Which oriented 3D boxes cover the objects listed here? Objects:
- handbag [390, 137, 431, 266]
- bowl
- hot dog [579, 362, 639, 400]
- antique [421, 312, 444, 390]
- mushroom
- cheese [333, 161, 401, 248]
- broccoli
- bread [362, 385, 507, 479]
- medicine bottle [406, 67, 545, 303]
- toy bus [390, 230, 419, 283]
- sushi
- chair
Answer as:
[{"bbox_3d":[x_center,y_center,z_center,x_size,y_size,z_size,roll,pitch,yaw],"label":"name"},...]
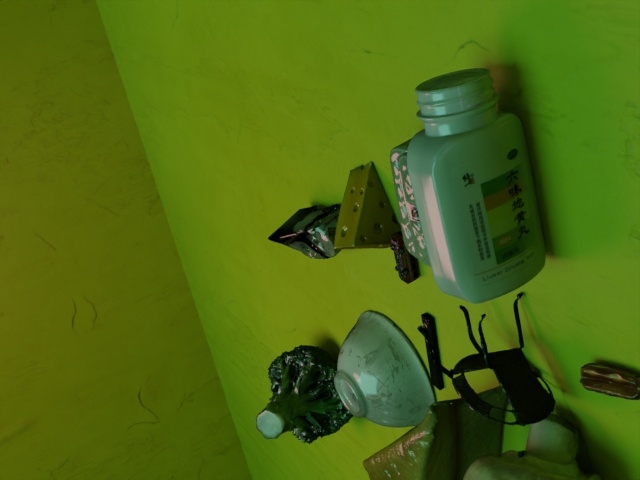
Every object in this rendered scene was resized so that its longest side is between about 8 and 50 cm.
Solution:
[{"bbox_3d":[0.221,-0.049,1.329,0.219,0.079,0.256,28,139,50],"label":"handbag"},{"bbox_3d":[0.121,0.337,1.845,0.313,0.146,0.313,49,153,36],"label":"bowl"},{"bbox_3d":[0.443,0.212,1.169,0.122,0.037,0.049,7,108,58],"label":"hot dog"},{"bbox_3d":[0.239,0.238,1.654,0.031,0.015,0.192,32,141,52],"label":"antique"},{"bbox_3d":[0.366,0.407,1.315,0.260,0.254,0.234,-10,67,63],"label":"mushroom"},{"bbox_3d":[0.095,-0.070,1.592,0.093,0.126,0.171,164,102,-66],"label":"cheese"},{"bbox_3d":[-0.045,0.436,2.148,0.298,0.297,0.297,10,111,26],"label":"broccoli"},{"bbox_3d":[0.267,0.444,1.525,0.244,0.233,0.361,58,156,15],"label":"bread"},{"bbox_3d":[0.226,-0.083,1.143,0.124,0.179,0.324,20,130,60],"label":"medicine bottle"},{"bbox_3d":[0.170,0.033,1.559,0.031,0.043,0.110,35,146,55],"label":"toy bus"},{"bbox_3d":[0.017,-0.011,1.778,0.273,0.134,0.109,-7,121,51],"label":"sushi"},{"bbox_3d":[0.295,0.209,1.316,0.149,0.174,0.213,-27,84,50],"label":"chair"}]
